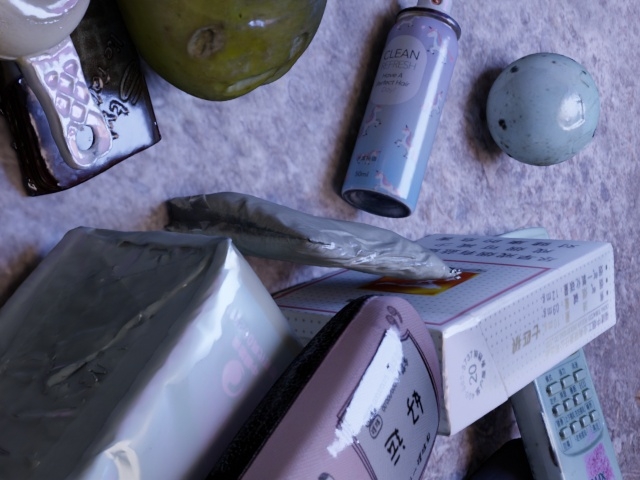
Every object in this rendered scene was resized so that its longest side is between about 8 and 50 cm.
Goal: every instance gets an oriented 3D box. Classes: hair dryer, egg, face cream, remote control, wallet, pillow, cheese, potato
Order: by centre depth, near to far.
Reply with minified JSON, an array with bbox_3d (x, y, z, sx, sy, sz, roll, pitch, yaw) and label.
[{"bbox_3d":[-0.183,-0.149,0.643,0.137,0.064,0.227,-46,126,-45],"label":"cheese"},{"bbox_3d":[-0.180,-0.154,0.727,0.122,0.031,0.232,-37,122,-47],"label":"wallet"},{"bbox_3d":[-0.067,-0.208,0.744,0.197,0.149,0.228,-73,170,-60],"label":"potato"},{"bbox_3d":[0.000,0.000,0.882,0.230,0.148,0.050,8,99,-52],"label":"pillow"},{"bbox_3d":[0.085,-0.139,1.038,0.075,0.075,0.229,35,65,-48],"label":"face cream"},{"bbox_3d":[0.262,-0.155,1.221,0.164,0.131,0.131,-40,124,-52],"label":"egg"},{"bbox_3d":[0.202,0.386,1.244,0.197,0.089,0.251,-27,121,-48],"label":"hair dryer"},{"bbox_3d":[0.268,0.155,1.244,0.145,0.050,0.344,-12,84,-51],"label":"remote control"}]

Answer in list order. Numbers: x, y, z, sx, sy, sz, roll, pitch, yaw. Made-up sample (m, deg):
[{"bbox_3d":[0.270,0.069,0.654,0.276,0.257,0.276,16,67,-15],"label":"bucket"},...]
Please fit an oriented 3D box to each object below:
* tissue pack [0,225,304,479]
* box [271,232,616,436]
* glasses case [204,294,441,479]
[{"bbox_3d":[-0.106,0.242,0.721,0.331,0.205,0.405,-56,134,-33],"label":"tissue pack"},{"bbox_3d":[0.111,0.071,0.983,0.330,0.210,0.095,-17,106,-51],"label":"box"},{"bbox_3d":[-0.008,0.156,0.616,0.314,0.075,0.122,-51,131,-42],"label":"glasses case"}]
